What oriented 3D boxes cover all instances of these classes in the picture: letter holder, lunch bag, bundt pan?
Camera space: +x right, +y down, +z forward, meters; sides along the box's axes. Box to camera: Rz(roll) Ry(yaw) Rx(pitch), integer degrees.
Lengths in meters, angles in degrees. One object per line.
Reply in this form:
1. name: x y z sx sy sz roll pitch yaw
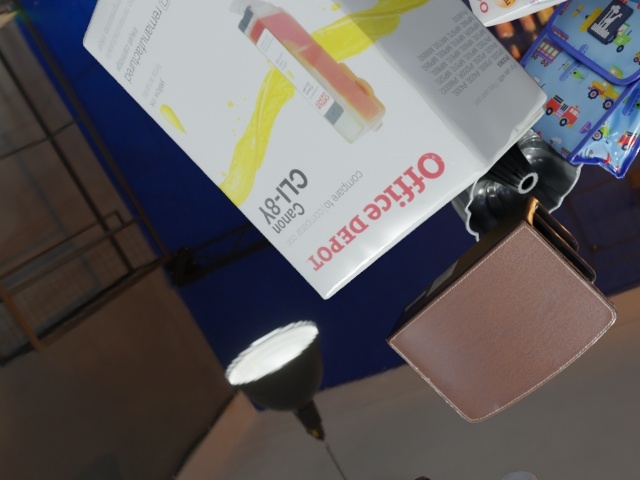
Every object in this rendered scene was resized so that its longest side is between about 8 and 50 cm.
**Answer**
1. letter holder: 0.295 0.118 1.182 0.302 0.214 0.152 -46 179 26
2. lunch bag: 0.452 -0.286 1.158 0.293 0.138 0.221 -62 -144 26
3. bundt pan: 0.413 -0.156 1.599 0.331 0.331 0.124 -30 -132 -10

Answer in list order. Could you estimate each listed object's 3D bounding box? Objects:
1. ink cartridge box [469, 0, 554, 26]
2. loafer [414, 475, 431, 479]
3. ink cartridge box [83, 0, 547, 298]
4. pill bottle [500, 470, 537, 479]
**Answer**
1. ink cartridge box: 0.319 -0.413 0.984 0.168 0.171 0.233 -25 -171 -37
2. loafer: 0.161 0.577 1.362 0.095 0.109 0.302 -33 -164 29
3. ink cartridge box: -0.018 -0.169 0.730 0.160 0.384 0.279 -44 -179 -42
4. pill bottle: 0.392 0.509 1.362 0.086 0.152 0.086 -29 -162 10
